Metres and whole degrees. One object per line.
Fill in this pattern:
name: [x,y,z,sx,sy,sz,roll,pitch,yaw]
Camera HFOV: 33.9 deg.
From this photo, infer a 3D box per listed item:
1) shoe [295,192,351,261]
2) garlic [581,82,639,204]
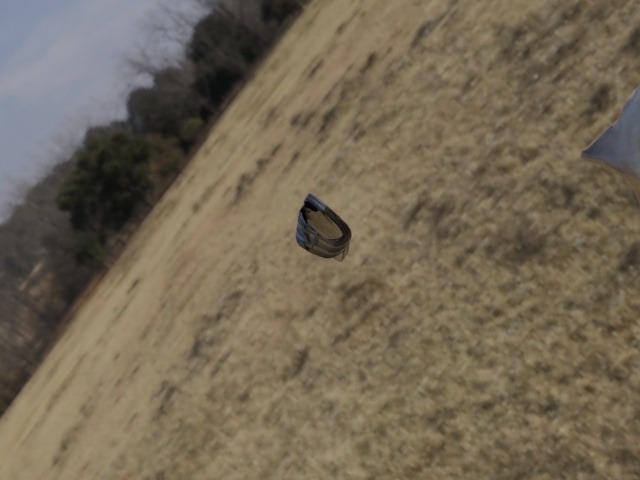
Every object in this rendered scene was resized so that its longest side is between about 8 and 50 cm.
shoe: [0.000,0.000,1.346,0.049,0.071,0.179,-50,-14,-12]
garlic: [0.344,-0.039,0.642,0.313,0.249,0.286,-16,-54,-34]
